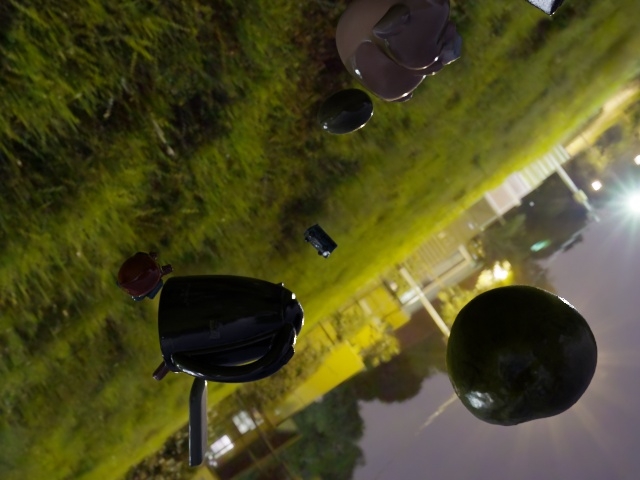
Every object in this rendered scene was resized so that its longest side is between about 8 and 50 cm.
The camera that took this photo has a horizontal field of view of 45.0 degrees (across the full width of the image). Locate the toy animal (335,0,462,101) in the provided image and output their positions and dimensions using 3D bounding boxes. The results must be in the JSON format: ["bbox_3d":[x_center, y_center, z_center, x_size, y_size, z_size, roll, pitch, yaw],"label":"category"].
[{"bbox_3d":[0.144,-0.365,1.376,0.256,0.212,0.195,-29,-135,59],"label":"toy animal"}]

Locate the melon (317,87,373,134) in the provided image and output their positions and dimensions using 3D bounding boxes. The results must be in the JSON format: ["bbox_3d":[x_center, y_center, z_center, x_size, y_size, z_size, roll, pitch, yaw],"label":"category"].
[{"bbox_3d":[0.055,-0.287,1.725,0.130,0.098,0.098,-21,172,-7],"label":"melon"}]

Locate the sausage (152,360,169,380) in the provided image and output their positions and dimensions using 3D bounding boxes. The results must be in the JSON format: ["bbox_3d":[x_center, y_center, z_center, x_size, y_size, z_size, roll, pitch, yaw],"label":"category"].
[{"bbox_3d":[-0.382,0.305,1.981,0.147,0.030,0.035,-50,-175,20],"label":"sausage"}]

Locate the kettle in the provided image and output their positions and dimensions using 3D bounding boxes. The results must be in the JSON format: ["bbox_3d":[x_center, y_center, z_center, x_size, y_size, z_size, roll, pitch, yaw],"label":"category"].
[{"bbox_3d":[-0.181,0.193,1.629,0.290,0.207,0.268,-3,-138,7],"label":"kettle"}]

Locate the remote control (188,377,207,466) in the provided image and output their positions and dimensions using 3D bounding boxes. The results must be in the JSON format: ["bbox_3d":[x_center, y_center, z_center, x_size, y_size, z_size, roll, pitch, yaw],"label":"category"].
[{"bbox_3d":[-0.317,0.473,1.998,0.090,0.038,0.310,-78,176,-49],"label":"remote control"}]

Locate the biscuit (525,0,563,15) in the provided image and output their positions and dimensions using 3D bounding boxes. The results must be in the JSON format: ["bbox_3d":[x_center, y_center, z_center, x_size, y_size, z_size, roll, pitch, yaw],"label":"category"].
[{"bbox_3d":[0.420,-0.679,1.834,0.073,0.388,0.107,-47,164,-20],"label":"biscuit"}]

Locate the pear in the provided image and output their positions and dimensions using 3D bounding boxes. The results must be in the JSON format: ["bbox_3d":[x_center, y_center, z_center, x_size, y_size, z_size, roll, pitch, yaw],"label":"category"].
[{"bbox_3d":[0.465,0.266,1.832,0.352,0.352,0.413,-36,180,14],"label":"pear"}]

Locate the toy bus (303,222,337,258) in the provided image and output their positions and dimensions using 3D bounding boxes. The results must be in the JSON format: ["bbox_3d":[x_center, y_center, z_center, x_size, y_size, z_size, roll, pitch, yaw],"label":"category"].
[{"bbox_3d":[0.000,0.000,1.885,0.046,0.083,0.038,-43,178,-28],"label":"toy bus"}]

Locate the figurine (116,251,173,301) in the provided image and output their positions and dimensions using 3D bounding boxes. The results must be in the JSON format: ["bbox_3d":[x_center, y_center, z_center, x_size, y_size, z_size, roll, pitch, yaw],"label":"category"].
[{"bbox_3d":[-0.277,0.054,1.189,0.075,0.068,0.140,-51,179,-1],"label":"figurine"}]
